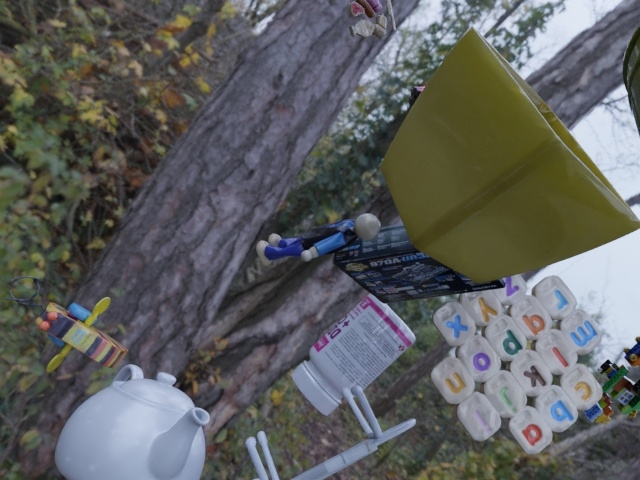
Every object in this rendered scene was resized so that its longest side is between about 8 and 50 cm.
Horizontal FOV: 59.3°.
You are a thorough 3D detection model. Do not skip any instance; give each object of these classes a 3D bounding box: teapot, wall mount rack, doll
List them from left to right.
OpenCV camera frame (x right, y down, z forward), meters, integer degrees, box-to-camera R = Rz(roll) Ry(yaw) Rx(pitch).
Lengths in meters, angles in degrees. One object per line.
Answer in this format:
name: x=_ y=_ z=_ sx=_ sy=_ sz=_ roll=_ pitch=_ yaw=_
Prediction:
teapot: x=-0.296 y=0.311 z=0.938 sx=0.256 sy=0.187 sz=0.252 roll=18 pitch=-14 yaw=9
wall mount rack: x=-0.010 y=0.368 z=1.046 sx=0.304 sy=0.350 sz=0.130 roll=92 pitch=-27 yaw=-71
doll: x=0.000 y=0.000 z=0.815 sx=0.129 sy=0.189 sz=0.046 roll=-37 pitch=111 yaw=-60

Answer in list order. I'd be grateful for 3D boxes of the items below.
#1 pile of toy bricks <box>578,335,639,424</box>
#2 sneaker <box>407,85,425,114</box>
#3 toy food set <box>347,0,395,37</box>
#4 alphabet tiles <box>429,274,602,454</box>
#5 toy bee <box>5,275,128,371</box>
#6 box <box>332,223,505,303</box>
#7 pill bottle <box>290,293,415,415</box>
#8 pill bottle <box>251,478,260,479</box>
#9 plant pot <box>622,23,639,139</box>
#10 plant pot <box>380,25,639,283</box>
pile of toy bricks: x=0.609 y=0.294 z=1.092 sx=0.105 sy=0.212 sz=0.118 roll=33 pitch=19 yaw=-11
sneaker: x=0.244 y=-0.149 z=0.936 sx=0.121 sy=0.112 sz=0.299 roll=97 pitch=-21 yaw=-64
toy food set: x=0.083 y=-0.394 z=0.984 sx=0.019 sy=0.122 sz=0.077 roll=-3 pitch=-78 yaw=46
alphabet tiles: x=0.322 y=0.189 z=0.924 sx=0.278 sy=0.284 sz=0.021 roll=54 pitch=-11 yaw=3
toy bee: x=-0.583 y=0.206 z=1.276 sx=0.298 sy=0.195 sz=0.162 roll=17 pitch=-6 yaw=-16
box: x=0.156 y=0.035 z=0.882 sx=0.220 sy=0.051 sz=0.175 roll=-12 pitch=-33 yaw=32
pill bottle: x=0.076 y=0.275 z=1.355 sx=0.160 sy=0.283 sz=0.160 roll=47 pitch=-3 yaw=4
pill bottle: x=0.001 y=0.646 z=1.161 sx=0.408 sy=0.229 sz=0.229 roll=7 pitch=-26 yaw=32
plant pot: x=0.673 y=-0.176 z=0.880 sx=0.367 sy=0.353 sz=0.366 roll=15 pitch=-30 yaw=9
plant pot: x=0.196 y=-0.073 z=0.653 sx=0.212 sy=0.187 sz=0.212 roll=27 pitch=35 yaw=-39
